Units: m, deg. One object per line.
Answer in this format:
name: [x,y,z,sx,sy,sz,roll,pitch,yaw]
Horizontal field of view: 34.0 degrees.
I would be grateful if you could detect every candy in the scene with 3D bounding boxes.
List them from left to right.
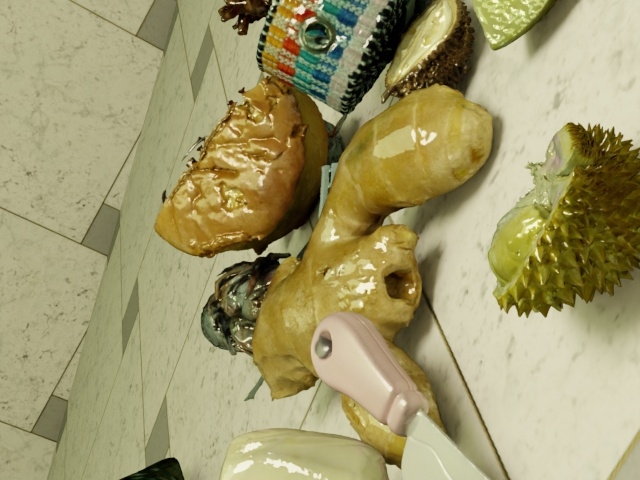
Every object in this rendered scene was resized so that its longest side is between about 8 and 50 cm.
candy: [-0.025,-0.088,1.439,0.292,0.059,0.086,122,153,-46]

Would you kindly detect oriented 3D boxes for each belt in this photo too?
belt: [0.039,-0.274,1.157,0.257,0.150,0.207,-59,-4,-21]

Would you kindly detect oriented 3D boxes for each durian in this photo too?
durian: [0.116,-0.181,1.068,0.140,0.071,0.110,-57,14,-12]
durian: [0.182,-0.015,0.760,0.146,0.102,0.208,-63,0,29]

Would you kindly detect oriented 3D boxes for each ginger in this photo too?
ginger: [0.027,0.032,1.081,0.348,0.122,0.363,-3,85,56]

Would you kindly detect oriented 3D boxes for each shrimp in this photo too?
shrimp: [-0.066,0.106,1.344,0.372,0.137,0.172,156,95,-75]

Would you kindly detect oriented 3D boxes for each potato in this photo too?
potato: [0.201,-0.250,0.923,0.149,0.081,0.120,-24,84,47]

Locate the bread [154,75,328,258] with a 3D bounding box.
bread: [-0.082,-0.068,1.311,0.260,0.147,0.160,-51,-19,15]

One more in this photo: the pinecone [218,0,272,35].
pinecone: [-0.073,-0.446,1.581,0.243,0.243,0.257,165,103,-69]

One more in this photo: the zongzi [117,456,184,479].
zongzi: [-0.227,0.457,1.508,0.383,0.362,0.319,47,-134,-65]

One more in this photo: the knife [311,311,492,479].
knife: [0.082,0.172,0.845,0.336,0.043,0.081,48,122,46]

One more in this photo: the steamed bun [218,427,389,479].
steamed bun: [-0.005,0.273,0.951,0.152,0.170,0.238,-41,-48,-68]

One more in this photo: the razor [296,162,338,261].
razor: [0.000,0.000,1.318,0.232,0.068,0.106,129,149,-61]
